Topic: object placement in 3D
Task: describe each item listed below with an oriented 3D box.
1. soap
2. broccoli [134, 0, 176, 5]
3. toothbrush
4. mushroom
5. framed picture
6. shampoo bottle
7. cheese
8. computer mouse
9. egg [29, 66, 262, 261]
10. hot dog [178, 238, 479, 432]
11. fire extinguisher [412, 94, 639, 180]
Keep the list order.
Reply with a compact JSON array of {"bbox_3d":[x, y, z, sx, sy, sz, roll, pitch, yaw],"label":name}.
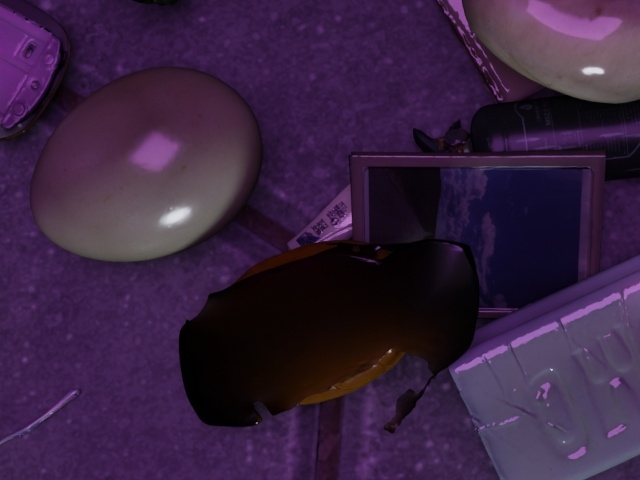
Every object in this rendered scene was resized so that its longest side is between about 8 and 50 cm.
[{"bbox_3d":[0.286,0.129,1.573,0.289,0.095,0.173,-25,99,3],"label":"soap"},{"bbox_3d":[-0.151,-0.391,1.617,0.254,0.269,0.269,39,89,-29],"label":"broccoli"},{"bbox_3d":[-0.312,0.198,1.685,0.131,0.011,0.013,-37,69,1],"label":"toothbrush"},{"bbox_3d":[0.259,-0.249,1.541,0.246,0.246,0.202,18,122,7],"label":"mushroom"},{"bbox_3d":[0.159,-0.005,1.609,0.260,0.023,0.189,1,115,4],"label":"framed picture"},{"bbox_3d":[0.000,0.000,1.664,0.141,0.034,0.049,-42,87,2],"label":"shampoo bottle"},{"bbox_3d":[0.126,-0.326,1.688,0.085,0.034,0.400,-32,81,6],"label":"cheese"},{"bbox_3d":[-0.418,-0.228,1.709,0.310,0.072,0.158,29,86,8],"label":"computer mouse"},{"bbox_3d":[-0.181,-0.073,1.611,0.254,0.188,0.188,-27,82,9],"label":"egg"},{"bbox_3d":[0.022,0.087,1.590,0.326,0.107,0.194,-5,106,21],"label":"hot dog"},{"bbox_3d":[0.254,-0.107,1.624,0.311,0.095,0.114,-8,39,3],"label":"fire extinguisher"}]
